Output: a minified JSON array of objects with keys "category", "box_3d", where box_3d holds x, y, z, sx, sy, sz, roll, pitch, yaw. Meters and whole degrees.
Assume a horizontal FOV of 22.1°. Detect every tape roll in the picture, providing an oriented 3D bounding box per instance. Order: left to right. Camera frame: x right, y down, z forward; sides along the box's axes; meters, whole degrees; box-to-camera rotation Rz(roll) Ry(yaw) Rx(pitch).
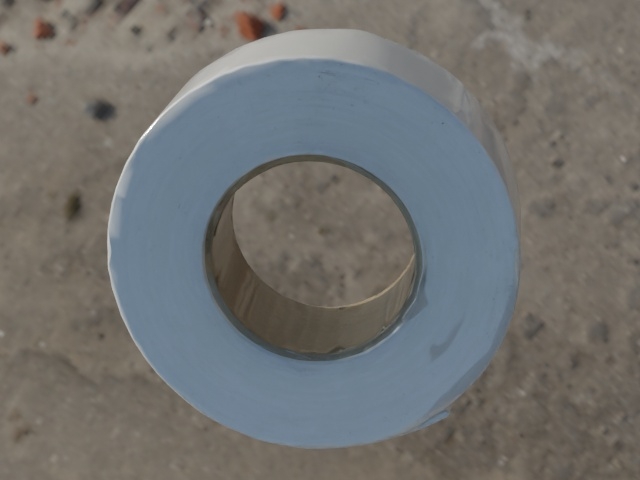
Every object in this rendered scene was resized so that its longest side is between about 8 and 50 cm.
[{"category":"tape roll","box_3d":[0.000,0.000,1.144,0.286,0.286,0.100,-33,12,15]}]
